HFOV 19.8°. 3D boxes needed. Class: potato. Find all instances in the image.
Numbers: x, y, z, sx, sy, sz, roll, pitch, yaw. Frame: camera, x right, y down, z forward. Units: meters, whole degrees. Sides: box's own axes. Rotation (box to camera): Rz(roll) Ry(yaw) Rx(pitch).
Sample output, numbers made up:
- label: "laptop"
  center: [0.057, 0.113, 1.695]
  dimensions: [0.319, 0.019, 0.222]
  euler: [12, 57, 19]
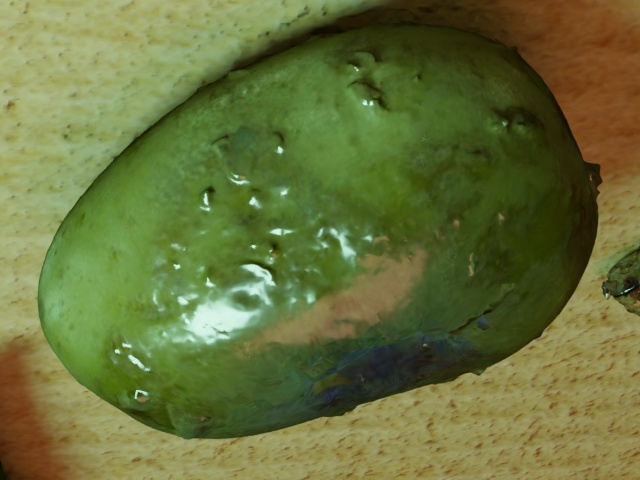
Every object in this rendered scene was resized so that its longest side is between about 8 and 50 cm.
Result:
- label: "potato"
  center: [0.000, 0.000, 0.972]
  dimensions: [0.307, 0.173, 0.210]
  euler: [-23, 147, 2]

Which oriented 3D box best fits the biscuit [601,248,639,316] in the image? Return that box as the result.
- label: "biscuit"
  center: [0.276, -0.010, 1.204]
  dimensions: [0.199, 0.034, 0.064]
  euler: [-35, 142, 23]

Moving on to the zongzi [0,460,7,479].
- label: "zongzi"
  center: [-0.208, 0.199, 1.198]
  dimensions: [0.250, 0.125, 0.274]
  euler: [22, 123, -42]
